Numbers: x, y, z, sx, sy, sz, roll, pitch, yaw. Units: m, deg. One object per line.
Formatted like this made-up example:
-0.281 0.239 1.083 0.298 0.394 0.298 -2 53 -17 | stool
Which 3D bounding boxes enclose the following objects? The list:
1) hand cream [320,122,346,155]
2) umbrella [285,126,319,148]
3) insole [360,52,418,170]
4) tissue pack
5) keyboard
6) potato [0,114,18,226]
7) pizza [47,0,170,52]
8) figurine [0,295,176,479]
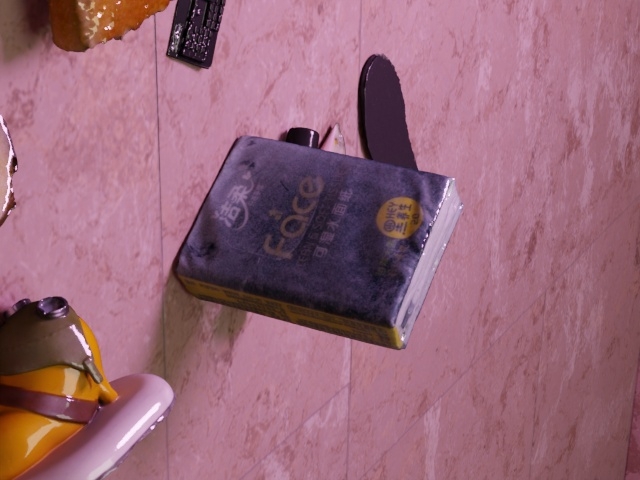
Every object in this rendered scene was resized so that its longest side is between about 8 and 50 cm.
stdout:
0.002 -0.075 1.688 0.143 0.039 0.061 -62 148 -36 | hand cream
-0.046 -0.024 1.588 0.071 0.080 0.224 19 80 -29 | umbrella
0.098 -0.128 1.873 0.110 0.012 0.309 -63 151 -27 | insole
0.000 0.000 1.467 0.185 0.257 0.081 -66 153 -24 | tissue pack
-0.110 -0.274 1.395 0.074 0.015 0.196 9 94 -63 | keyboard
-0.316 -0.067 1.017 0.200 0.081 0.164 31 50 -57 | potato
-0.153 -0.293 1.226 0.229 0.081 0.289 14 90 -57 | pizza
-0.259 0.143 1.192 0.250 0.166 0.141 -39 113 -33 | figurine
